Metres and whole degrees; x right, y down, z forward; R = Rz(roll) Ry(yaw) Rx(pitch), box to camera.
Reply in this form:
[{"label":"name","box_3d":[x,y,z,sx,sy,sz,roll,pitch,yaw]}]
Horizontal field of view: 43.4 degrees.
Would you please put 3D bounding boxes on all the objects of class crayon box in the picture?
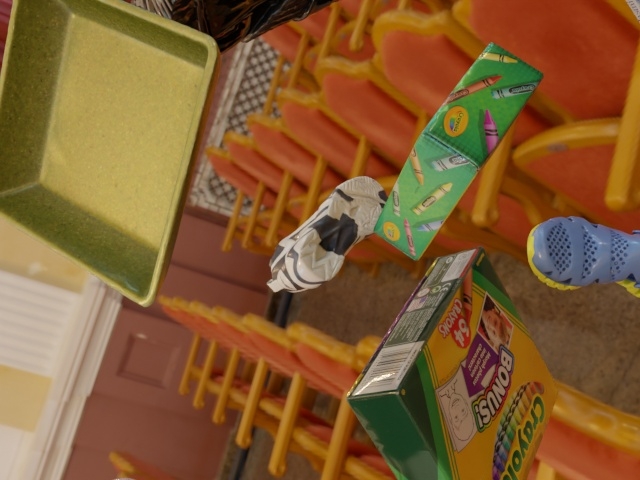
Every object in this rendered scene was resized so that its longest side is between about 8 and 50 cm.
[{"label":"crayon box","box_3d":[0.169,-0.104,1.045,0.165,0.081,0.278,-52,-7,-24]},{"label":"crayon box","box_3d":[0.228,0.241,1.266,0.106,0.313,0.363,-17,22,41]}]

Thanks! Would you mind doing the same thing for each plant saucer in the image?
[{"label":"plant saucer","box_3d":[-0.152,-0.077,0.573,0.045,0.188,0.188,-14,-53,-58]}]

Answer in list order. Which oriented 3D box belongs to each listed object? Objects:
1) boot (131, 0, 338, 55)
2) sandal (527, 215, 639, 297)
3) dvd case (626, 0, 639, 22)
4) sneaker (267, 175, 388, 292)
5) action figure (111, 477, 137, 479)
[{"label":"boot","box_3d":[-0.031,-0.279,0.651,0.260,0.131,0.348,-29,-5,-14]},{"label":"sandal","box_3d":[0.482,0.020,1.300,0.138,0.317,0.126,149,124,-66]},{"label":"dvd case","box_3d":[0.444,-0.319,0.951,0.180,0.253,0.022,-42,16,-3]},{"label":"sneaker","box_3d":[0.000,0.000,1.217,0.153,0.094,0.235,-29,22,48]},{"label":"action figure","box_3d":[-0.476,0.508,1.274,0.370,0.248,0.276,-11,45,18]}]
